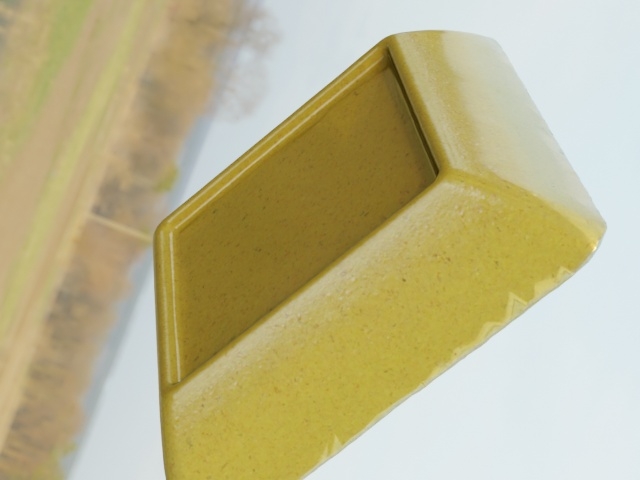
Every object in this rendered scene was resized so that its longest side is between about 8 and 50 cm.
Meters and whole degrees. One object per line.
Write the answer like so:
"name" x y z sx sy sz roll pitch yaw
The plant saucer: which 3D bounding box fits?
"plant saucer" 0.000 0.000 1.052 0.333 0.081 0.333 -39 -154 13
